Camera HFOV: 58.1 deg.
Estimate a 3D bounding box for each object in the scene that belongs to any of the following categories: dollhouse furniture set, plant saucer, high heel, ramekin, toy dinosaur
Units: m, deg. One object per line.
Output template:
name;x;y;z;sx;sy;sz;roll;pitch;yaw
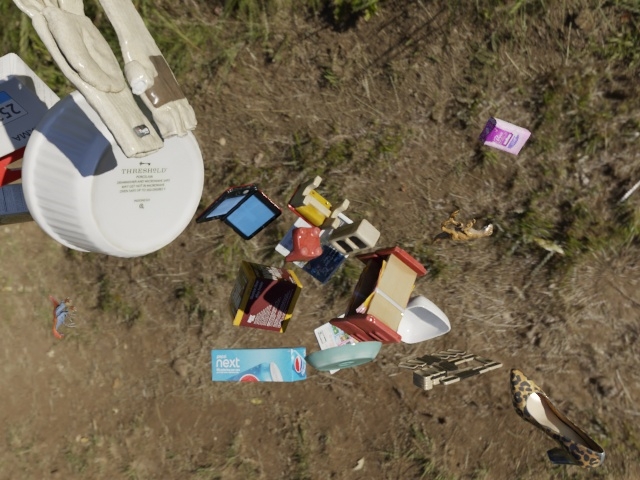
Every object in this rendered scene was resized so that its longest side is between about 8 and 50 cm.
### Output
dollhouse furniture set;0.046;0.058;1.307;0.152;0.374;0.201;-18;39;55
plant saucer;0.036;0.175;0.860;0.119;0.119;0.021;-21;69;25
high heel;0.568;0.418;1.384;0.093;0.186;0.261;-23;79;-22
ramekin;-0.303;-0.097;0.897;0.127;0.273;0.272;22;97;32
toy dinosaur;-0.521;0.157;1.151;0.090;0.082;0.047;8;129;13
toy dinosaur;0.377;-0.020;1.633;0.212;0.112;0.064;-8;39;39

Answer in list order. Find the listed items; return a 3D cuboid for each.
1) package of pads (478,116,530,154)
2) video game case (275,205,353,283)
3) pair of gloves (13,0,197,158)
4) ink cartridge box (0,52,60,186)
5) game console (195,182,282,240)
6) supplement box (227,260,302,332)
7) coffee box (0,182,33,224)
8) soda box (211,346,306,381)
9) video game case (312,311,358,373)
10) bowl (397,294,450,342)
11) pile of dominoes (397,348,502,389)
package of pads;0.345;-0.195;1.077;0.032;0.083;0.050;-108;37;-54
video game case;0.000;0.000;1.579;0.173;0.022;0.190;36;103;-9
pair of gloves;-0.231;-0.198;0.664;0.042;0.240;0.204;-25;107;14
ink cartridge box;-0.594;-0.174;1.045;0.296;0.261;0.066;-23;61;5
game console;-0.181;-0.054;1.270;0.144;0.124;0.085;-36;79;37
supplement box;-0.197;0.195;1.999;0.191;0.194;0.129;-69;26;17
coffee box;-0.953;-0.113;1.789;0.141;0.247;0.098;-26;77;61
soda box;-0.139;0.276;1.282;0.210;0.067;0.071;-6;80;26
video game case;0.063;0.326;1.848;0.019;0.143;0.157;-2;110;64
bowl;0.233;0.189;1.416;0.142;0.142;0.053;-26;38;35
pile of dominoes;0.378;0.383;1.703;0.196;0.251;0.040;11;105;57
